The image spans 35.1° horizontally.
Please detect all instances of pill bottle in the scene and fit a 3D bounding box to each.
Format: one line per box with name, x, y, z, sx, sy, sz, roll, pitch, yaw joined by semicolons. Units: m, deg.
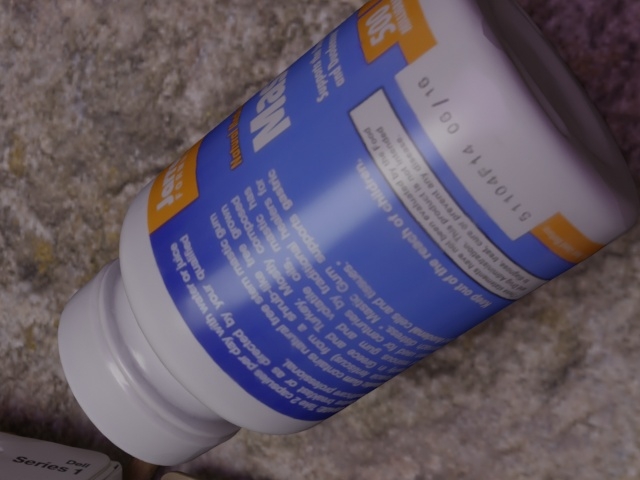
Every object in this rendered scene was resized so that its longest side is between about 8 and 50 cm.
pill bottle;0.000;0.000;0.495;0.272;0.152;0.152;-35;76;23

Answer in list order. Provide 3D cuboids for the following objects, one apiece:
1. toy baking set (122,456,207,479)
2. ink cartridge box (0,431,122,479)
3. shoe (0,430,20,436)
toy baking set;-0.071;0.218;0.613;0.196;0.030;0.256;37;109;17
ink cartridge box;-0.238;0.260;0.599;0.201;0.117;0.278;7;99;15
shoe;-0.255;0.226;0.687;0.076;0.058;0.219;34;107;22
